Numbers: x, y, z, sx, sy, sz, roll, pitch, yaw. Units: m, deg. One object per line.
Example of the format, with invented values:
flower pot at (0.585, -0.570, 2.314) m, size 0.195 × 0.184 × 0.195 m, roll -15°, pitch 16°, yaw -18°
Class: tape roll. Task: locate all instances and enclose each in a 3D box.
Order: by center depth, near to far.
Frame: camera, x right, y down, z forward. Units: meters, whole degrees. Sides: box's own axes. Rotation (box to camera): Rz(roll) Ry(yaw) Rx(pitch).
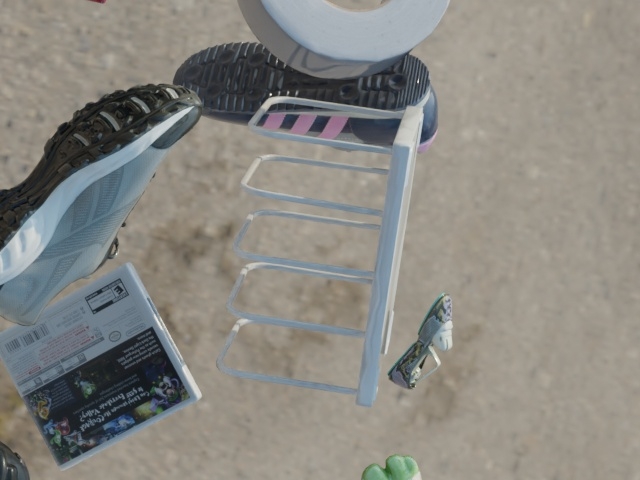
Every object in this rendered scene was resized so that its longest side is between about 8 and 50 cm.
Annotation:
tape roll at (0.024, -0.276, 1.641) m, size 0.219 × 0.072 × 0.219 m, roll 3°, pitch 80°, yaw -15°

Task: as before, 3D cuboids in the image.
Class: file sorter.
file sorter at (0.000, 0.000, 1.706) m, size 0.193 × 0.173 × 0.278 m, roll -68°, pitch 166°, yaw -73°

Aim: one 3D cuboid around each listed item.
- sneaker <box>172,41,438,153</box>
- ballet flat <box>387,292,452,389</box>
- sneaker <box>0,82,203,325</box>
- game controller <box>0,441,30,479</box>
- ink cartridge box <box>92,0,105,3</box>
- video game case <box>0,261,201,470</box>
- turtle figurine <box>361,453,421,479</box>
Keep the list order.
sneaker at (-0.016, -0.149, 1.887) m, size 0.131 × 0.319 × 0.112 m, roll 66°, pitch 39°, yaw -53°
ballet flat at (0.111, 0.106, 1.642) m, size 0.041 × 0.041 × 0.114 m, roll 1°, pitch 127°, yaw -49°
sneaker at (-0.208, -0.036, 1.456) m, size 0.271 × 0.100 × 0.108 m, roll -43°, pitch 125°, yaw -2°
game controller at (-0.336, 0.289, 1.239) m, size 0.166 × 0.067 × 0.319 m, roll 29°, pitch 74°, yaw -33°
ink cartridge box at (-0.239, -0.344, 1.553) m, size 0.128 × 0.127 × 0.176 m, roll -69°, pitch 173°, yaw -50°
video game case at (-0.253, 0.143, 1.831) m, size 0.173 × 0.190 × 0.022 m, roll 62°, pitch 14°, yaw 1°
turtle figurine at (0.067, 0.258, 1.151) m, size 0.274 × 0.266 × 0.198 m, roll 12°, pitch 108°, yaw -36°
